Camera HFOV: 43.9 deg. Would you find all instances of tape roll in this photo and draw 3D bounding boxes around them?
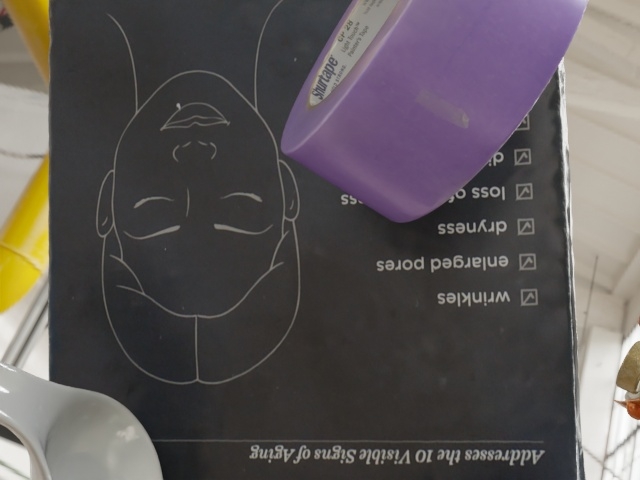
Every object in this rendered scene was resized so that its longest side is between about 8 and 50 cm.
[{"bbox_3d":[0.060,-0.110,0.457,0.080,0.189,0.189,30,-28,-15],"label":"tape roll"}]

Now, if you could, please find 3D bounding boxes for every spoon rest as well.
[{"bbox_3d":[-0.200,0.152,0.573,0.084,0.137,0.276,-24,-44,22],"label":"spoon rest"}]

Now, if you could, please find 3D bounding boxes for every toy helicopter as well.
[{"bbox_3d":[0.568,0.218,1.368,0.140,0.235,0.355,30,15,32],"label":"toy helicopter"}]

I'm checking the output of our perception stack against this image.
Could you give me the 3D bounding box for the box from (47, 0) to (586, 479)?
[{"bbox_3d":[0.000,0.000,0.819,0.479,0.472,0.297,-2,-6,10],"label":"box"}]
